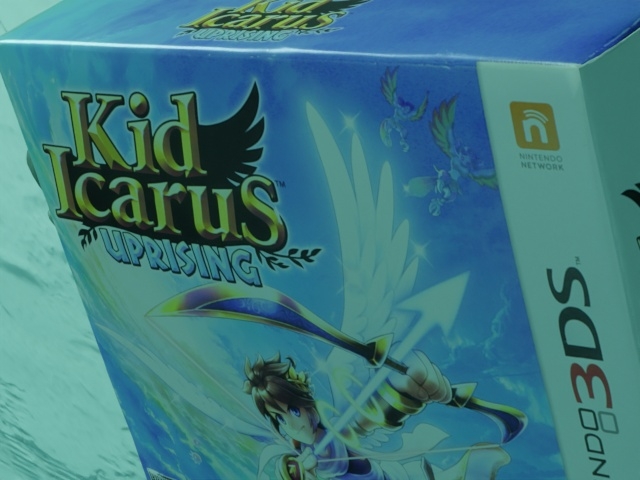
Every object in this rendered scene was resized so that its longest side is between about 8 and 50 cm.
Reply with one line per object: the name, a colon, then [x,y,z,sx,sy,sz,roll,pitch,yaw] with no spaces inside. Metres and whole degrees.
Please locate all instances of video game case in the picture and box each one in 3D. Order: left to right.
video game case: [0.021,0.032,0.663,0.269,0.061,0.244,7,122,42]

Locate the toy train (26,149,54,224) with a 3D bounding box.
toy train: [-0.003,-0.025,0.856,0.190,0.142,0.334,47,156,-16]
